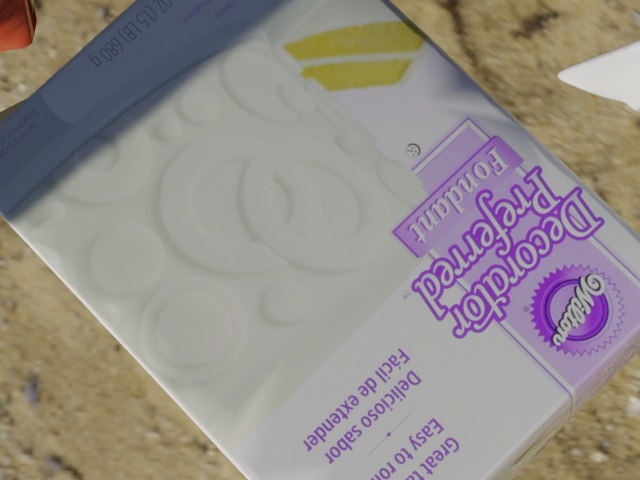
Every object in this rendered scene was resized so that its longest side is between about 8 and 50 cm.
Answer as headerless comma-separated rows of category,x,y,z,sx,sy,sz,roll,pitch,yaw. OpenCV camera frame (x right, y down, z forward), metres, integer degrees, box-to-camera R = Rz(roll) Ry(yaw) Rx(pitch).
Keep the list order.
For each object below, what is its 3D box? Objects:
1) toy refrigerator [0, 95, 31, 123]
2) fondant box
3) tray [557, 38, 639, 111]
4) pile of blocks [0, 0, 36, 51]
toy refrigerator,-0.245,-0.025,1.956,0.269,0.102,0.094,46,142,13
fondant box,0.000,0.000,1.025,0.238,0.096,0.330,-43,77,-6
tray,0.261,-0.103,0.912,0.270,0.145,0.030,-19,74,49
pile of blocks,-0.164,-0.055,0.558,0.362,0.112,0.149,-34,28,48
